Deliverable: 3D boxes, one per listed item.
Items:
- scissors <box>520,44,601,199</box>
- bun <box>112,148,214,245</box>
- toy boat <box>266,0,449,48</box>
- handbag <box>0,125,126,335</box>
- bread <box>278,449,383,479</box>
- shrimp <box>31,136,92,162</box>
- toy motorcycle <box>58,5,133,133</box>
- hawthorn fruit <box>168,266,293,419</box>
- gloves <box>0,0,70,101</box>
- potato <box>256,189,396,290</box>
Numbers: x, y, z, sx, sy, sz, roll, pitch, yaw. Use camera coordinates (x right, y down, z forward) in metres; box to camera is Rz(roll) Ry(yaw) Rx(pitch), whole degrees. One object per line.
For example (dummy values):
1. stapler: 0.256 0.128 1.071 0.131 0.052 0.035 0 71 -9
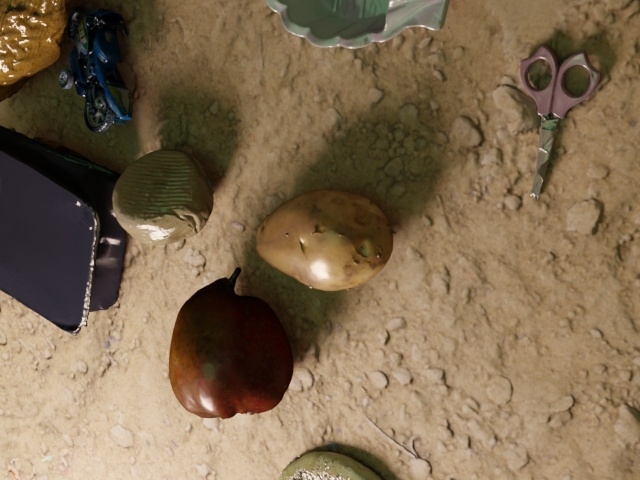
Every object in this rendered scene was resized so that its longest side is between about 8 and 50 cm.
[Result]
1. scissors: 0.312 -0.158 1.268 0.110 0.021 0.212 18 110 28
2. bun: -0.258 -0.064 1.574 0.173 0.113 0.166 35 77 31
3. toy boat: 0.059 -0.370 1.318 0.290 0.100 0.199 19 112 27
4. handbag: -0.514 -0.028 1.704 0.329 0.122 0.303 26 123 18
5. bread: 0.027 0.485 1.589 0.267 0.040 0.267 8 107 29
6. shrimp: -0.487 -0.109 1.747 0.195 0.035 0.148 22 114 24
7. toy motorcycle: -0.379 -0.308 1.593 0.135 0.092 0.254 -28 70 38
8. hawthorn fruit: -0.147 0.169 1.536 0.208 0.208 0.248 -6 83 32
9. gloves: -0.528 -0.363 1.602 0.155 0.203 0.356 59 140 16
10. potato: 0.000 -0.005 1.429 0.234 0.128 0.161 22 109 30
